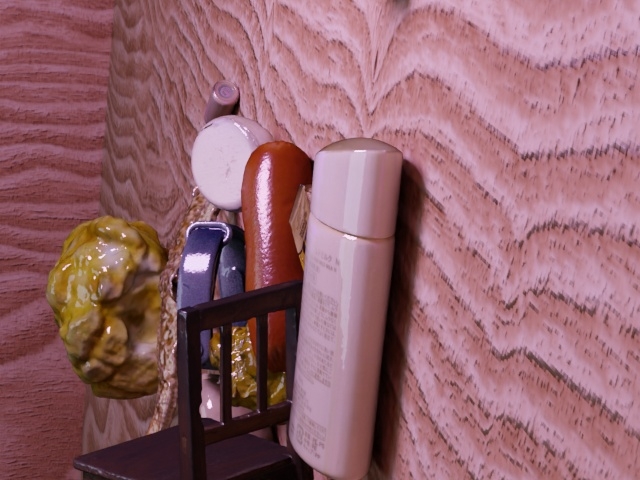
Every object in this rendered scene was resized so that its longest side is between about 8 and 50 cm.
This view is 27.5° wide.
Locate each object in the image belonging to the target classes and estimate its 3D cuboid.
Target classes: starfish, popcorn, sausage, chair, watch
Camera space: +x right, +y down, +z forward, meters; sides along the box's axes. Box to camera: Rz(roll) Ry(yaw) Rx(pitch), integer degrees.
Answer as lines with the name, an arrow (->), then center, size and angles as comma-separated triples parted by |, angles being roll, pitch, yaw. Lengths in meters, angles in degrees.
starfish -> -0.210, 0.089, 2.017 | 0.324, 0.082, 0.432 | -113, 34, -82
popcorn -> -0.379, 0.123, 2.387 | 0.292, 0.293, 0.334 | 0, 89, 44
sausage -> -0.048, 0.015, 1.615 | 0.083, 0.089, 0.300 | 137, 132, -59
chair -> -0.150, 0.253, 1.530 | 0.240, 0.203, 0.416 | 7, 103, 47
watch -> -0.138, 0.072, 1.786 | 0.193, 0.068, 0.206 | -32, -60, -69

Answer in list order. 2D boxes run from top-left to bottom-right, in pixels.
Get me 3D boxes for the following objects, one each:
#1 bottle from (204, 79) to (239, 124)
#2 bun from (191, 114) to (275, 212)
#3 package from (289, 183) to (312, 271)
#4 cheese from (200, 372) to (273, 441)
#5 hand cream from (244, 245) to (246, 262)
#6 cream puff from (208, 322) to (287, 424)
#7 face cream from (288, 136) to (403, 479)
bottle -> -0.160, -0.215, 2.091 | 0.096, 0.045, 0.045 | 124, 144, -63
bun -> -0.106, -0.108, 1.821 | 0.138, 0.094, 0.138 | 7, 101, 36
package -> 0.000, 0.000, 1.521 | 0.131, 0.047, 0.071 | -107, 27, -44
cheese -> -0.138, 0.283, 1.841 | 0.235, 0.117, 0.218 | 106, 159, -45
hand cream -> -0.076, 0.096, 1.787 | 0.080, 0.050, 0.234 | -156, 63, -68
cream puff -> -0.080, 0.161, 1.663 | 0.146, 0.116, 0.146 | -175, 90, -75
face cream -> 0.024, 0.060, 1.371 | 0.173, 0.081, 0.349 | -138, 51, -70
